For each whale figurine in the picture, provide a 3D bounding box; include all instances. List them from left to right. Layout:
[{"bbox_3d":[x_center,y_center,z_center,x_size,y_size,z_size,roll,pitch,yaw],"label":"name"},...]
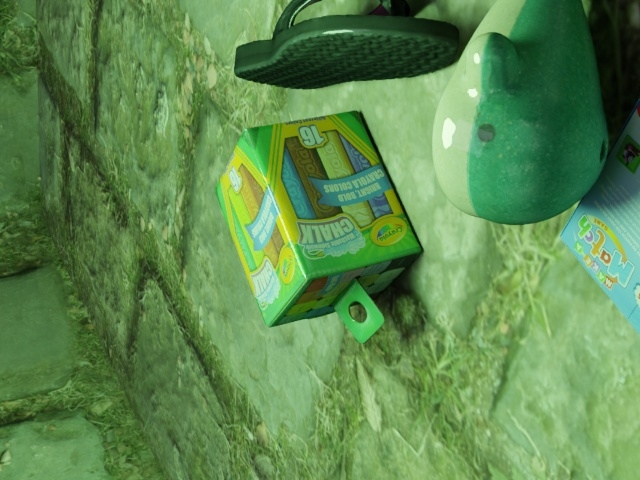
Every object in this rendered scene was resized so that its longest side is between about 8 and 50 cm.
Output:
[{"bbox_3d":[0.204,-0.145,0.864,0.141,0.216,0.272,18,93,29],"label":"whale figurine"}]

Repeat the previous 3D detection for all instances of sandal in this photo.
[{"bbox_3d":[0.009,-0.263,1.197,0.445,0.167,0.107,9,91,61],"label":"sandal"}]

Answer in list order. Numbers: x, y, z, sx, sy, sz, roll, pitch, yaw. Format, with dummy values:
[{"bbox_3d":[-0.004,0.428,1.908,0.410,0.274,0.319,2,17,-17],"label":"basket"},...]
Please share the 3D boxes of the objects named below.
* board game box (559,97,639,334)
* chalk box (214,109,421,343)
[{"bbox_3d":[0.310,-0.022,0.843,0.160,0.039,0.211,58,146,33],"label":"board game box"},{"bbox_3d":[0.000,0.000,1.287,0.289,0.179,0.180,68,151,19],"label":"chalk box"}]
